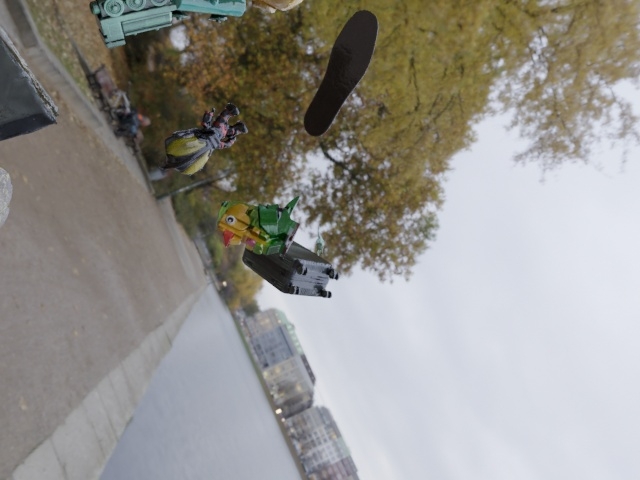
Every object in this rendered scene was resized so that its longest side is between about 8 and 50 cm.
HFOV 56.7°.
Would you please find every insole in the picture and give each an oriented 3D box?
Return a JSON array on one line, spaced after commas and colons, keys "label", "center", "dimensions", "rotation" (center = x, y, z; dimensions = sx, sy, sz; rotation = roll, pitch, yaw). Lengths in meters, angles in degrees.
[{"label": "insole", "center": [0.048, -0.399, 1.444], "dimensions": [0.111, 0.007, 0.327], "rotation": [38, -66, 22]}]

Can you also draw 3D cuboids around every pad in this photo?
[{"label": "pad", "center": [-0.500, -0.196, 0.796], "dimensions": [0.022, 0.233, 0.174], "rotation": [-105, 177, -47]}]

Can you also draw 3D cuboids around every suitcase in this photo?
[{"label": "suitcase", "center": [-0.103, 0.079, 1.949], "dimensions": [0.312, 0.202, 0.128], "rotation": [30, -77, 45]}]

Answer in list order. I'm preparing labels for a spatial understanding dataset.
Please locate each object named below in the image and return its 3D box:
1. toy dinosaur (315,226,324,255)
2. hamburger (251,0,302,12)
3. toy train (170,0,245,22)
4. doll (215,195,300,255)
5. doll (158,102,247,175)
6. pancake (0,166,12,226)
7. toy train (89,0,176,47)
[{"label": "toy dinosaur", "center": [0.000, 0.000, 1.514], "dimensions": [0.062, 0.021, 0.083], "rotation": [-75, 169, -77]}, {"label": "hamburger", "center": [-0.159, -0.741, 1.555], "dimensions": [0.303, 0.186, 0.261], "rotation": [35, -9, -16]}, {"label": "toy train", "center": [-0.345, -0.706, 1.763], "dimensions": [0.159, 0.248, 0.101], "rotation": [22, -65, 52]}, {"label": "doll", "center": [-0.134, -0.036, 1.288], "dimensions": [0.106, 0.187, 0.134], "rotation": [121, -32, -61]}, {"label": "doll", "center": [-0.310, -0.255, 1.539], "dimensions": [0.127, 0.249, 0.088], "rotation": [60, -12, -15]}, {"label": "pancake", "center": [-0.957, -0.104, 1.683], "dimensions": [0.031, 0.250, 0.250], "rotation": [20, -20, 6]}, {"label": "toy train", "center": [-0.374, -0.463, 1.198], "dimensions": [0.071, 0.171, 0.111], "rotation": [54, -25, 35]}]
